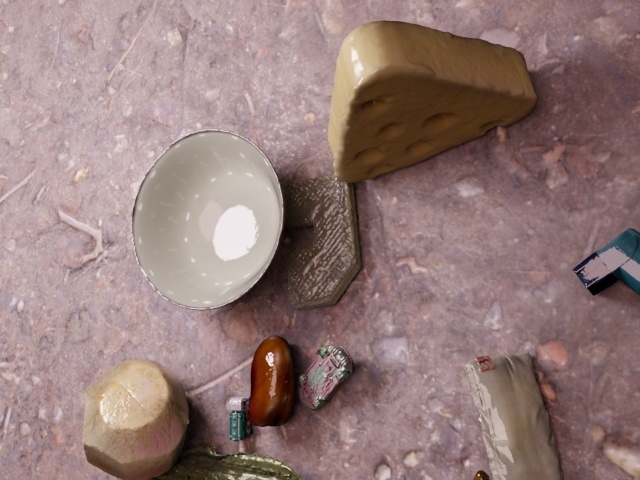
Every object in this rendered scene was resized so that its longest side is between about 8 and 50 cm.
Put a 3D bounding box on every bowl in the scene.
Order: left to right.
[{"bbox_3d":[-0.181,-0.030,1.689,0.337,0.157,0.337,-4,81,27],"label":"bowl"}]

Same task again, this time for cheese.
[{"bbox_3d":[0.140,-0.220,1.534,0.384,0.384,0.104,-22,67,20],"label":"cheese"}]

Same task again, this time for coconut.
[{"bbox_3d":[-0.353,0.342,1.692,0.197,0.237,0.237,-4,77,-12],"label":"coconut"}]

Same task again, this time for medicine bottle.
[{"bbox_3d":[0.533,0.084,1.393,0.258,0.079,0.124,39,94,24],"label":"medicine bottle"}]

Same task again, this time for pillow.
[{"bbox_3d":[0.316,0.297,1.449,0.128,0.051,0.229,-7,75,-21],"label":"pillow"}]

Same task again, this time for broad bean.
[{"bbox_3d":[-0.089,0.260,1.641,0.114,0.084,0.165,-18,70,44],"label":"broad bean"}]

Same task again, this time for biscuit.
[{"bbox_3d":[0.000,0.000,1.665,0.147,0.046,0.250,-9,78,22],"label":"biscuit"}]

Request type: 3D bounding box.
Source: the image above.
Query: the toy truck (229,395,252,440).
[{"bbox_3d":[-0.154,0.337,1.681,0.039,0.044,0.083,-4,80,21],"label":"toy truck"}]

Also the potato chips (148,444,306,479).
[{"bbox_3d":[-0.182,0.567,1.642,0.429,0.070,0.359,3,80,24],"label":"potato chips"}]

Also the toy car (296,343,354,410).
[{"bbox_3d":[0.010,0.248,1.614,0.069,0.055,0.142,52,125,24],"label":"toy car"}]

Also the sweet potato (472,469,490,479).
[{"bbox_3d":[0.217,0.535,1.449,0.108,0.079,0.346,9,92,45],"label":"sweet potato"}]
